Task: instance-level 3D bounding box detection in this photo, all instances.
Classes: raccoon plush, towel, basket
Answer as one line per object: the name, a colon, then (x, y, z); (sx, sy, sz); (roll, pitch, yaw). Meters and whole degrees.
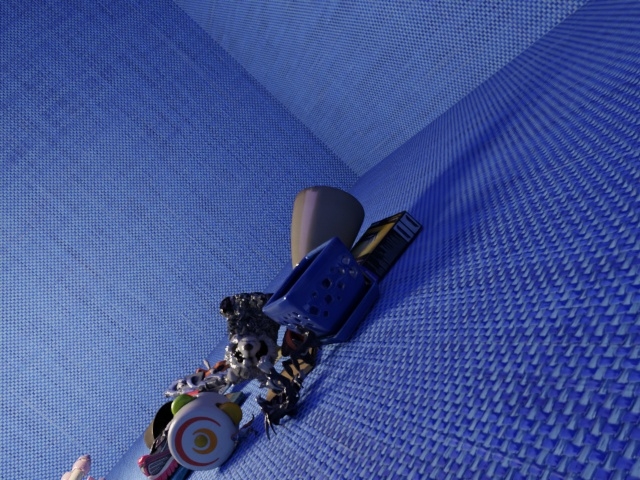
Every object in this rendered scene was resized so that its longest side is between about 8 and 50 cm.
raccoon plush: (-0.191, 0.352, 1.811); (0.216, 0.299, 0.446); (-8, -17, 17)
towel: (-0.418, 0.698, 1.853); (0.370, 0.040, 0.271); (-50, 7, -28)
basket: (-0.682, 0.832, 2.287); (0.227, 0.154, 0.204); (-47, 26, 46)

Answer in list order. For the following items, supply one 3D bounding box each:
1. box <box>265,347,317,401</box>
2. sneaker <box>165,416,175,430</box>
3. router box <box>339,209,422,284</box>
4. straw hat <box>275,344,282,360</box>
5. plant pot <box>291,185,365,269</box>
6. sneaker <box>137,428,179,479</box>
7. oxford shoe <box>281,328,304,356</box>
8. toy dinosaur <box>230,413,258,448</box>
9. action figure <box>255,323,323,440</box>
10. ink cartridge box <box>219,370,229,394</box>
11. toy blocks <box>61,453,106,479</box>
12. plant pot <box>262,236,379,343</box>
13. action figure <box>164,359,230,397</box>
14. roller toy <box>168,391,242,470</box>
box: (-0.086, 0.396, 1.537); (0.201, 0.021, 0.164); (-46, 7, 12)
sneaker: (-0.544, 0.743, 2.112); (0.281, 0.115, 0.105); (-75, 2, -67)
router box: (0.174, 0.037, 1.701); (0.243, 0.081, 0.309); (-50, 7, -14)
straw hat: (-0.181, 0.406, 1.919); (0.144, 0.061, 0.144); (-47, 7, 8)
plant pot: (0.000, 0.000, 1.771); (0.256, 0.256, 0.274); (-40, 28, 50)
sneaker: (-0.494, 0.678, 1.784); (0.121, 0.112, 0.299); (-43, 6, 34)
oxford shoe: (-0.076, 0.290, 1.796); (0.098, 0.097, 0.271); (-50, 4, 33)
toy dinosaur: (-0.209, 0.520, 1.417); (0.082, 0.047, 0.090); (-13, 58, 30)
action figure: (-0.102, 0.355, 1.329); (0.276, 0.140, 0.164); (-59, -4, -42)
ink cartridge box: (-0.486, 0.682, 2.327); (0.223, 0.045, 0.224); (-48, 7, -1)
toy blocks: (-0.942, 1.047, 2.110); (0.309, 0.288, 0.260); (-49, 13, 7)
plant pot: (0.010, 0.161, 1.462); (0.236, 0.212, 0.236); (-52, 8, -26)
action figure: (-0.418, 0.574, 2.074); (0.341, 0.179, 0.330); (-15, 23, 24)
roller toy: (-0.329, 0.547, 1.496); (0.146, 0.209, 0.191); (-125, 39, -84)
